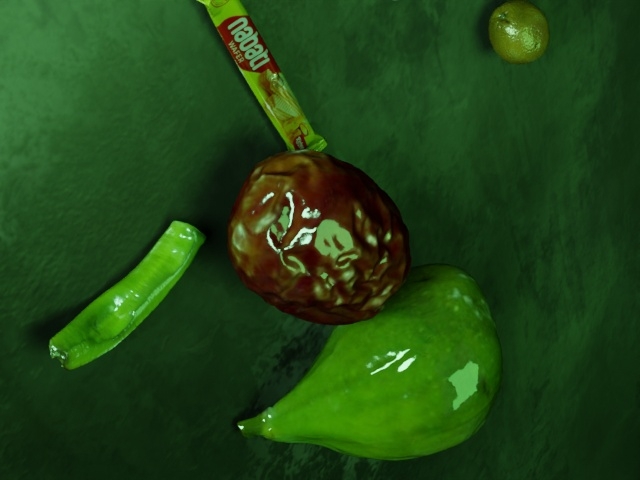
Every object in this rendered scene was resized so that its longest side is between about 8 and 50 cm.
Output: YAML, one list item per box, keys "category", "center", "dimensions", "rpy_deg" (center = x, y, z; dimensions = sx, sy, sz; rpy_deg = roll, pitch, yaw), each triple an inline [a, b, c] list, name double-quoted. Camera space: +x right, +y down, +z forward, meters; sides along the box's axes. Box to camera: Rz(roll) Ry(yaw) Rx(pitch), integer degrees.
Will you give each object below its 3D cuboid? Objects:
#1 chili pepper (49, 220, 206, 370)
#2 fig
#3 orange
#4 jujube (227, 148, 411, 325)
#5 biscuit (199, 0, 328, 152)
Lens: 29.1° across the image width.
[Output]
- category: "chili pepper"
  center: [-0.188, 0.057, 1.206]
  dimensions: [0.052, 0.050, 0.202]
  rpy_deg: [50, 62, -11]
- category: "fig"
  center: [0.072, 0.163, 1.517]
  dimensions: [0.314, 0.233, 0.233]
  rpy_deg: [-19, 145, 15]
- category: "orange"
  center: [0.244, -0.257, 1.521]
  dimensions: [0.085, 0.085, 0.085]
  rpy_deg: [-30, 133, -38]
- category: "jujube"
  center: [0.000, 0.000, 1.311]
  dimensions: [0.174, 0.174, 0.250]
  rpy_deg: [-64, 153, 2]
- category: "biscuit"
  center: [-0.060, -0.169, 1.241]
  dimensions: [0.048, 0.026, 0.292]
  rpy_deg: [-36, 141, -3]
